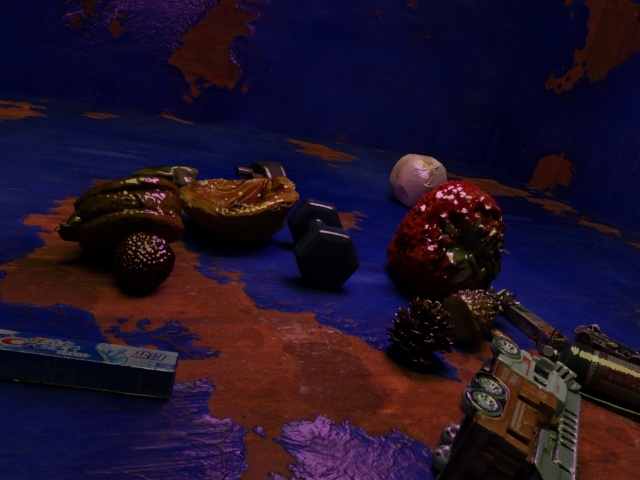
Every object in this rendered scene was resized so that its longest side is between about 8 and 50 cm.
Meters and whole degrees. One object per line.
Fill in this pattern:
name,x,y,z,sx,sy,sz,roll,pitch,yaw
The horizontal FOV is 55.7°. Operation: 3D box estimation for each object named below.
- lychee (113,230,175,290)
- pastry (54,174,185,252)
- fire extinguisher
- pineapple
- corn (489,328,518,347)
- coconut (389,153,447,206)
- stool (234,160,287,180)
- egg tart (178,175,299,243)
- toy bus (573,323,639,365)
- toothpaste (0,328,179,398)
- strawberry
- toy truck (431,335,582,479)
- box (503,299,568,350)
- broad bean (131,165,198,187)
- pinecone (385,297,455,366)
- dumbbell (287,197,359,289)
lychee,-0.355,0.040,1.212,0.123,0.123,0.129,17,27,11
pastry,-0.417,-0.056,1.314,0.235,0.132,0.240,-10,-16,4
fire extinguisher,0.556,0.266,1.205,0.295,0.118,0.093,20,-16,22
pineapple,0.367,0.155,1.367,0.125,0.125,0.251,26,20,35
corn,0.402,0.220,1.337,0.027,0.028,0.083,-19,31,-22
coconut,0.403,-0.236,2.438,0.227,0.227,0.230,6,18,-21
stool,-0.205,-0.166,1.940,0.139,0.153,0.228,-5,-17,-37
egg tart,-0.221,-0.084,1.615,0.340,0.152,0.351,-5,17,-20
toy bus,0.637,0.252,1.332,0.167,0.076,0.073,29,25,36
toothpaste,-0.350,0.179,0.887,0.273,0.053,0.066,9,18,-10
strawberry,0.315,-0.001,1.573,0.267,0.311,0.351,28,-7,-22
toy truck,0.308,0.278,0.938,0.185,0.132,0.338,30,25,17
box,0.504,0.199,1.457,0.050,0.041,0.207,2,20,-22
broad bean,-0.502,-0.216,1.962,0.207,0.072,0.153,8,6,-11
pinecone,0.199,0.176,1.181,0.140,0.120,0.140,20,14,-5
dumbbell,0.000,0.000,1.538,0.144,0.159,0.325,-17,21,0
